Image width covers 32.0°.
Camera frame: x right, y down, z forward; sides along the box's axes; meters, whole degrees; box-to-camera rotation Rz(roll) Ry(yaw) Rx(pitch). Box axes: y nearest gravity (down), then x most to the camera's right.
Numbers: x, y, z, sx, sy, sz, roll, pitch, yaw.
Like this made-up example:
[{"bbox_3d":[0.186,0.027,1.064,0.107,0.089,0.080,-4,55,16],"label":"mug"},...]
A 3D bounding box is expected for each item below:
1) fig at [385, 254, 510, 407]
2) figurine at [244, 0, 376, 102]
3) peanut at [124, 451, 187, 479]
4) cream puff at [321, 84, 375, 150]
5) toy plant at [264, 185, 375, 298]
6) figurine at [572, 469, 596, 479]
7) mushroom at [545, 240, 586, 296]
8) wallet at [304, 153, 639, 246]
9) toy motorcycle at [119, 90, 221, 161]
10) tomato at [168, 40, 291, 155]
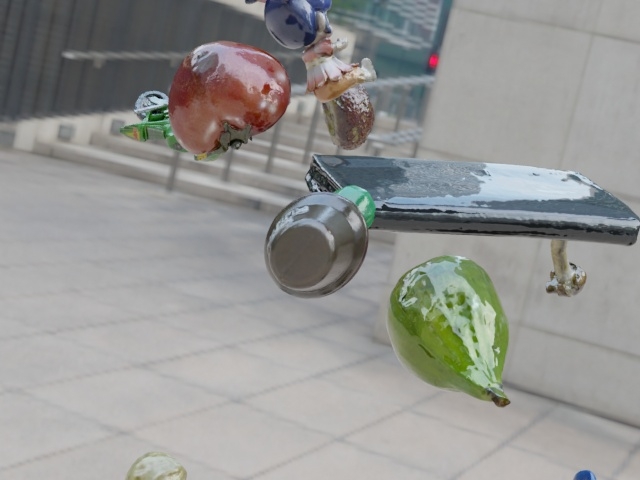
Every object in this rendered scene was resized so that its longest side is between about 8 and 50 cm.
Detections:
[{"bbox_3d":[0.228,0.159,1.972,0.233,0.233,0.314,13,17,-1],"label":"fig"},{"bbox_3d":[-0.011,-0.279,1.501,0.102,0.195,0.111,-34,11,-30],"label":"figurine"},{"bbox_3d":[-0.255,0.406,1.746,0.109,0.159,0.140,-12,48,-36],"label":"peanut"},{"bbox_3d":[0.054,-0.242,2.097,0.084,0.149,0.149,-12,11,-11],"label":"cream puff"},{"bbox_3d":[0.000,0.000,1.208,0.105,0.143,0.200,39,11,2],"label":"toy plant"},{"bbox_3d":[0.248,0.221,0.835,0.149,0.087,0.086,4,-4,0],"label":"figurine"},{"bbox_3d":[0.371,0.024,1.693,0.060,0.061,0.187,10,-36,23],"label":"mushroom"},{"bbox_3d":[0.199,-0.054,1.492,0.406,0.062,0.228,2,21,-16],"label":"wallet"},{"bbox_3d":[-0.207,-0.174,1.728,0.190,0.106,0.074,15,-36,9],"label":"toy motorcycle"},{"bbox_3d":[-0.123,-0.178,1.316,0.159,0.139,0.091,-22,-41,21],"label":"tomato"}]
